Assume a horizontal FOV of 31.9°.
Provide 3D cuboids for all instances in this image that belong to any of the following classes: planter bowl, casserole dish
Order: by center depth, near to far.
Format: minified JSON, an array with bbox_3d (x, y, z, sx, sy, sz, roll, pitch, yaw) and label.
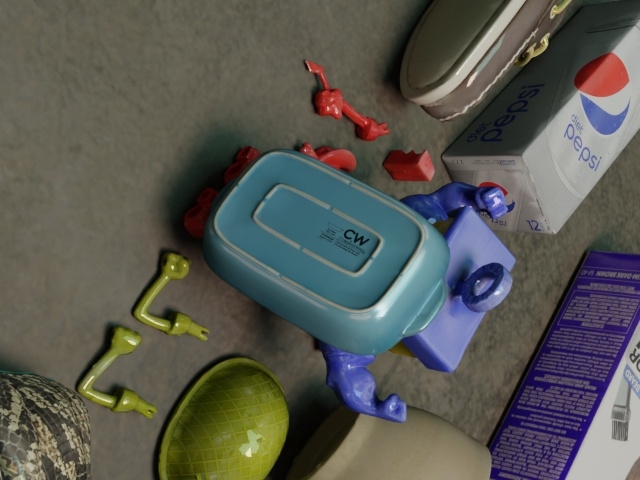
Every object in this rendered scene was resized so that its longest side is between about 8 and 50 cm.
[{"bbox_3d":[0.000,0.000,0.769,0.114,0.188,0.037,-53,156,-18],"label":"casserole dish"},{"bbox_3d":[0.042,0.192,0.893,0.109,0.162,0.162,42,62,-7],"label":"planter bowl"}]

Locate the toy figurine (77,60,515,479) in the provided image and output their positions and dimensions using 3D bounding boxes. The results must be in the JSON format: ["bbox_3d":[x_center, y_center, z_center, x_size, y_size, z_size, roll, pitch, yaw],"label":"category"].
[{"bbox_3d":[0.028,0.036,0.813,0.363,0.217,0.191,-55,126,-27],"label":"toy figurine"}]

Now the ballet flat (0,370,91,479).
[{"bbox_3d":[-0.187,0.317,0.685,0.182,0.164,0.483,3,89,-64],"label":"ballet flat"}]

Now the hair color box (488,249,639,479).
[{"bbox_3d":[0.286,0.197,1.143,0.185,0.110,0.339,50,62,-34],"label":"hair color box"}]

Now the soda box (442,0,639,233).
[{"bbox_3d":[0.244,-0.127,1.090,0.286,0.098,0.091,-45,121,-31],"label":"soda box"}]

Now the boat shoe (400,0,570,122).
[{"bbox_3d":[0.176,-0.219,1.011,0.097,0.116,0.324,49,55,-30],"label":"boat shoe"}]
